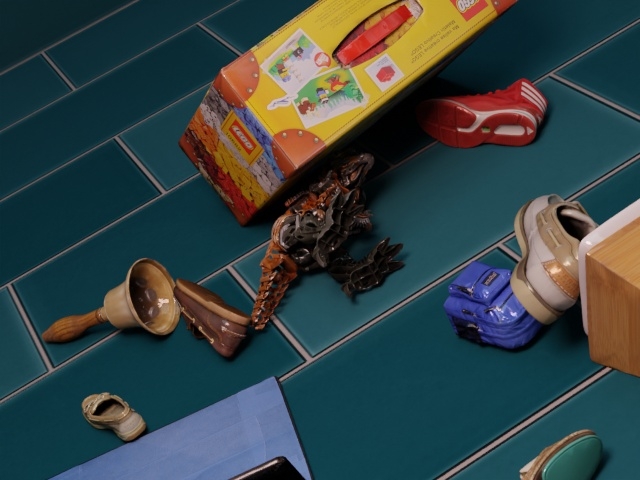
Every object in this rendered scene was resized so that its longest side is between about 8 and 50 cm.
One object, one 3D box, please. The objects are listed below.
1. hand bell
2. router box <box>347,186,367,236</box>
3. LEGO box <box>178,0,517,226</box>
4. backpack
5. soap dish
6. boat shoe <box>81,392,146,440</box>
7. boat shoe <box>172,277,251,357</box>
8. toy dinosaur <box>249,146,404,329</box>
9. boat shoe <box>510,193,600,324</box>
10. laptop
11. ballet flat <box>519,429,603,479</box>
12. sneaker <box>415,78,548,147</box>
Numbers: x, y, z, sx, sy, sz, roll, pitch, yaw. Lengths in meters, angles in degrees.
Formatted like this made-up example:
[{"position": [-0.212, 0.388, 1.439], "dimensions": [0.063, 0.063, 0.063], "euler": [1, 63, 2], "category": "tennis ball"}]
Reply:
[{"position": [-0.359, 0.124, 1.972], "dimensions": [0.242, 0.126, 0.126], "euler": [-20, 31, 29], "category": "hand bell"}, {"position": [0.014, -0.039, 2.000], "dimensions": [0.122, 0.038, 0.092], "euler": [-14, 35, 15], "category": "router box"}, {"position": [0.036, -0.280, 2.030], "dimensions": [0.500, 0.193, 0.372], "euler": [-39, 0, -21], "category": "LEGO box"}, {"position": [0.236, 0.088, 1.630], "dimensions": [0.120, 0.101, 0.098], "euler": [20, 60, 43], "category": "backpack"}, {"position": [0.457, 0.025, 1.480], "dimensions": [0.291, 0.229, 0.118], "euler": [-31, 50, -11], "category": "soap dish"}, {"position": [-0.311, 0.249, 1.781], "dimensions": [0.056, 0.048, 0.153], "euler": [-40, 30, -21], "category": "boat shoe"}, {"position": [-0.180, 0.117, 1.873], "dimensions": [0.207, 0.073, 0.073], "euler": [30, 101, 58], "category": "boat shoe"}, {"position": [0.000, 0.000, 1.880], "dimensions": [0.218, 0.164, 0.322], "euler": [12, 83, 51], "category": "toy dinosaur"}, {"position": [0.328, 0.005, 1.624], "dimensions": [0.103, 0.113, 0.302], "euler": [-43, 12, 25], "category": "boat shoe"}, {"position": [-0.221, 0.295, 1.511], "dimensions": [0.382, 0.408, 0.236], "euler": [-25, 67, -1], "category": "laptop"}, {"position": [0.241, 0.287, 1.378], "dimensions": [0.206, 0.073, 0.067], "euler": [-41, 22, -30], "category": "ballet flat"}, {"position": [0.283, -0.221, 2.068], "dimensions": [0.221, 0.087, 0.128], "euler": [14, 39, 27], "category": "sneaker"}]
